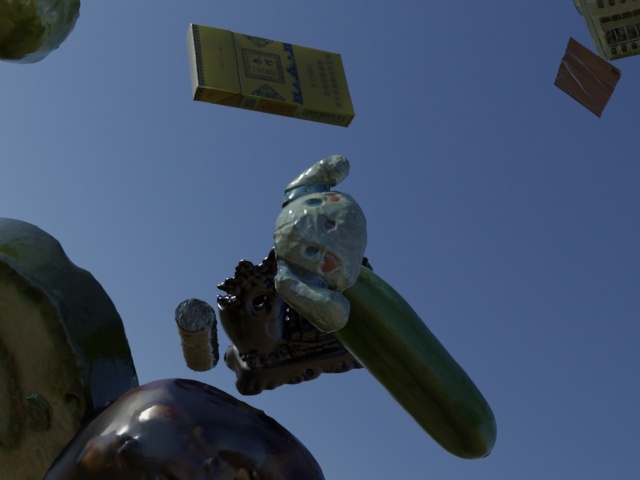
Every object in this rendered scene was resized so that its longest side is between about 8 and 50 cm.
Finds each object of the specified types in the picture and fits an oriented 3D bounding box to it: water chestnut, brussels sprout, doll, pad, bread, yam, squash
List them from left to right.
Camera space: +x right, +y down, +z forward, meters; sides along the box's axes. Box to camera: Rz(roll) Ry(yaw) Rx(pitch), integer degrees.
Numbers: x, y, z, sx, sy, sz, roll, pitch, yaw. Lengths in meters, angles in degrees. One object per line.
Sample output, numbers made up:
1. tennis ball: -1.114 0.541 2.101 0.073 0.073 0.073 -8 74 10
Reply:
1. bread: -0.425 0.158 1.169 0.381 0.129 0.367 7 -70 25
2. brussels sprout: -0.400 -0.296 1.171 0.151 0.122 0.149 19 -9 -24
3. water chestnut: -0.161 0.310 0.960 0.335 0.335 0.347 22 -9 21
4. yam: -0.157 0.122 1.138 0.054 0.054 0.132 27 -30 14
5. doll: 0.000 0.000 0.978 0.103 0.214 0.071 4 -27 0
6. squash: 0.095 0.135 1.131 0.379 0.101 0.101 46 -28 -9
7. pad: 0.487 -0.297 1.626 0.113 0.006 0.188 40 -10 15

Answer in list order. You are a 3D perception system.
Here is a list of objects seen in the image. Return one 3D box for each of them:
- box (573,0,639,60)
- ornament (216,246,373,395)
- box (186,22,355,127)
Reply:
1. box: 0.413 -0.368 1.114 0.220 0.166 0.290 -10 -22 23
2. ornament: -0.030 0.085 1.244 0.106 0.251 0.261 -121 -153 -43
3. box: -0.083 -0.275 1.488 0.278 0.153 0.041 7 -38 -24
